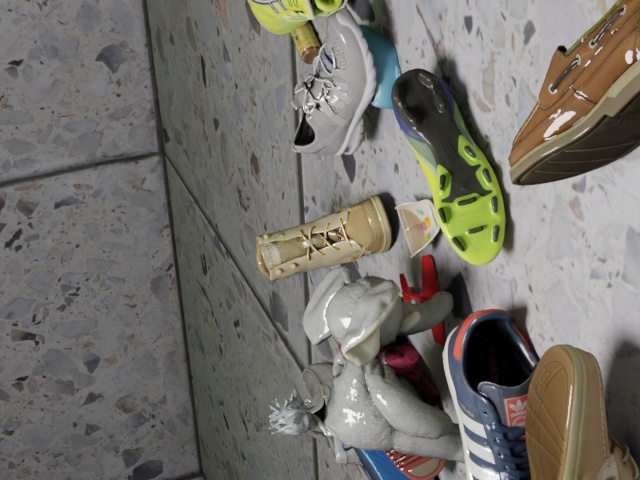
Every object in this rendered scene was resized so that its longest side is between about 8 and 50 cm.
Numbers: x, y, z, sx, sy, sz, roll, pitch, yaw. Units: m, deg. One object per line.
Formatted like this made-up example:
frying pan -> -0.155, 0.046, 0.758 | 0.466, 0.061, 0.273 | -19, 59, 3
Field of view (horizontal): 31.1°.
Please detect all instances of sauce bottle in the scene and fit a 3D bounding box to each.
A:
sauce bottle -> -0.034, -0.375, 2.069 | 0.042, 0.042, 0.128 | 103, 150, -54

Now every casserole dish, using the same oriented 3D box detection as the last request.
casserole dish -> 0.074, -0.271, 1.812 | 0.188, 0.037, 0.114 | -134, 35, -58

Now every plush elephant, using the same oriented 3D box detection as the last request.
plush elephant -> 0.093, 0.162, 1.685 | 0.272, 0.330, 0.255 | -143, 61, -65

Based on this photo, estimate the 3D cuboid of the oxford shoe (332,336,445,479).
oxford shoe -> 0.127, 0.248, 1.950 | 0.348, 0.123, 0.130 | 68, -173, 25

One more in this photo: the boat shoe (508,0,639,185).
boat shoe -> 0.280, -0.150, 1.154 | 0.307, 0.111, 0.104 | -43, 57, 59

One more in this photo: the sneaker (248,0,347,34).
sneaker -> -0.032, -0.412, 1.866 | 0.384, 0.145, 0.147 | 131, 125, -71

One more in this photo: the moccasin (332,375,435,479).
moccasin -> 0.101, 0.367, 2.024 | 0.117, 0.138, 0.342 | 99, 154, -60

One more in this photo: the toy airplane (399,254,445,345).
toy airplane -> 0.160, 0.090, 1.812 | 0.151, 0.028, 0.151 | 166, 90, -73

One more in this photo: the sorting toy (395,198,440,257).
sorting toy -> 0.156, -0.026, 1.729 | 0.075, 0.045, 0.083 | -43, 61, 62

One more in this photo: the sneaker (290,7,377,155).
sneaker -> 0.013, -0.229, 1.777 | 0.281, 0.115, 0.105 | 95, 155, -46

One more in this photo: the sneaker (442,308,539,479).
sneaker -> 0.249, 0.248, 1.473 | 0.148, 0.131, 0.350 | 103, 149, -63

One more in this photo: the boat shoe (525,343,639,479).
boat shoe -> 0.309, 0.267, 1.340 | 0.121, 0.110, 0.341 | -113, 17, -62

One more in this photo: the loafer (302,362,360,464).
loafer -> 0.020, 0.342, 2.298 | 0.319, 0.112, 0.112 | -137, 38, -61

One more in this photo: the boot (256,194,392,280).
boot -> 0.000, 0.000, 1.954 | 0.262, 0.204, 0.095 | 150, 106, -74

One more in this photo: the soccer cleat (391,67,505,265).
soccer cleat -> 0.181, -0.100, 1.558 | 0.289, 0.093, 0.121 | 68, -169, 14
